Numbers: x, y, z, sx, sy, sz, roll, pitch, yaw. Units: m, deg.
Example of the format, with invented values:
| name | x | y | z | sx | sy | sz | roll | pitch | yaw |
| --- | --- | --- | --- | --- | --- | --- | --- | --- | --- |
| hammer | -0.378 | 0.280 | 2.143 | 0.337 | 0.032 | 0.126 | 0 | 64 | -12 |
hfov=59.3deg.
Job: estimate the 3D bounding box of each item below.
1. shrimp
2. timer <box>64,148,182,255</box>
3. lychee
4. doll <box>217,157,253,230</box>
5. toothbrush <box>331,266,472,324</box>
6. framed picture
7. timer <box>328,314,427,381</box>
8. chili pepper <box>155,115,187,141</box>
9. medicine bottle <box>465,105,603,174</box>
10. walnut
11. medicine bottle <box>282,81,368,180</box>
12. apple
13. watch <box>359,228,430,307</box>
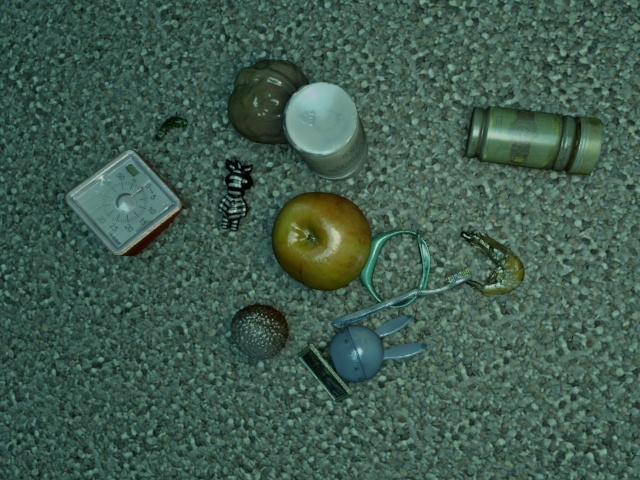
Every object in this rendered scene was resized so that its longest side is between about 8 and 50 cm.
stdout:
| name | x | y | z | sx | sy | sz | roll | pitch | yaw |
| --- | --- | --- | --- | --- | --- | --- | --- | --- | --- |
| shrimp | 0.461 | 0.067 | 1.575 | 0.217 | 0.051 | 0.150 | 40 | 102 | 5 |
| timer | -0.580 | -0.112 | 1.711 | 0.250 | 0.161 | 0.257 | -44 | 82 | -2 |
| lychee | -0.171 | 0.268 | 1.633 | 0.165 | 0.197 | 0.165 | -18 | 46 | 19 |
| doll | -0.256 | -0.139 | 1.697 | 0.091 | 0.067 | 0.219 | 11 | 96 | 7 |
| toothbrush | 0.221 | 0.165 | 1.566 | 0.413 | 0.035 | 0.042 | -22 | 70 | 9 |
| framed picture | 0.009 | 0.383 | 1.607 | 0.011 | 0.142 | 0.183 | -37 | 81 | -28 |
| timer | 0.147 | 0.313 | 1.590 | 0.256 | 0.175 | 0.175 | -3 | 88 | -19 |
| chili pepper | -0.473 | -0.358 | 1.757 | 0.118 | 0.035 | 0.055 | -27 | 67 | 4 |
| medicine bottle | 0.563 | -0.271 | 1.511 | 0.323 | 0.151 | 0.151 | 9 | 90 | 10 |
| walnut | -0.144 | -0.394 | 1.602 | 0.248 | 0.248 | 0.248 | 0 | 88 | 10 |
| medicine bottle | 0.025 | -0.279 | 1.521 | 0.190 | 0.332 | 0.189 | -1 | 84 | 10 |
| apple | 0.000 | 0.000 | 1.551 | 0.286 | 0.233 | 0.286 | -3 | 81 | 22 |
| watch | 0.219 | 0.072 | 1.606 | 0.195 | 0.068 | 0.237 | 18 | 93 | 9 |
